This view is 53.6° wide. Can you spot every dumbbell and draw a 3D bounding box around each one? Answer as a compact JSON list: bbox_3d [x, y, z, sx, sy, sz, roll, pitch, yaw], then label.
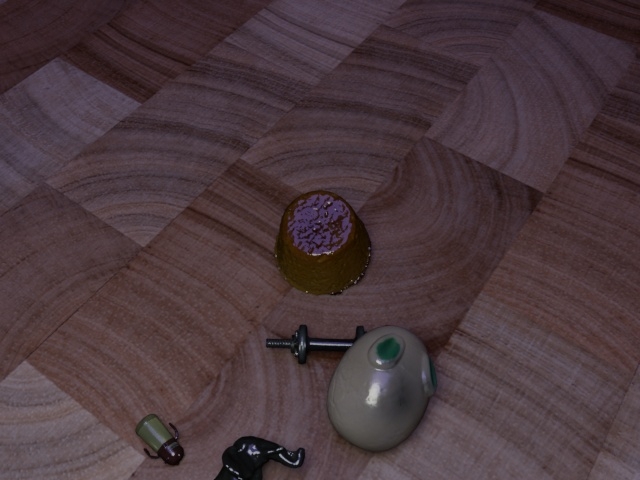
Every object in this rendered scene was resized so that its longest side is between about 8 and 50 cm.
[{"bbox_3d":[0.021,0.203,1.233,0.254,0.081,0.081,1,55,0],"label":"dumbbell"}]

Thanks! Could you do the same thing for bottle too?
[{"bbox_3d":[-0.288,0.365,1.144,0.101,0.047,0.063,40,100,20],"label":"bottle"}]

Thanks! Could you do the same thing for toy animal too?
[{"bbox_3d":[-0.127,0.429,1.053,0.146,0.114,0.245,33,61,21],"label":"toy animal"}]

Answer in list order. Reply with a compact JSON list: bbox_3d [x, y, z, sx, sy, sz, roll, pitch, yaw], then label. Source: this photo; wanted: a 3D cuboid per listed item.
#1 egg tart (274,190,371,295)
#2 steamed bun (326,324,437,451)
[{"bbox_3d":[0.000,0.000,1.327,0.215,0.171,0.215,-2,70,5],"label":"egg tart"},{"bbox_3d":[0.117,0.261,1.128,0.177,0.131,0.228,35,70,-13],"label":"steamed bun"}]
